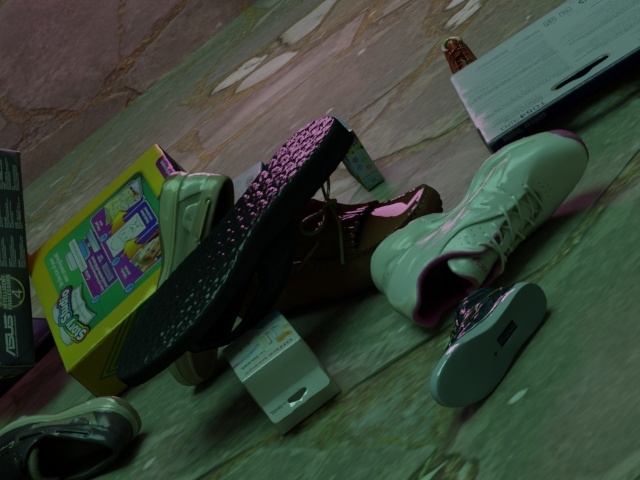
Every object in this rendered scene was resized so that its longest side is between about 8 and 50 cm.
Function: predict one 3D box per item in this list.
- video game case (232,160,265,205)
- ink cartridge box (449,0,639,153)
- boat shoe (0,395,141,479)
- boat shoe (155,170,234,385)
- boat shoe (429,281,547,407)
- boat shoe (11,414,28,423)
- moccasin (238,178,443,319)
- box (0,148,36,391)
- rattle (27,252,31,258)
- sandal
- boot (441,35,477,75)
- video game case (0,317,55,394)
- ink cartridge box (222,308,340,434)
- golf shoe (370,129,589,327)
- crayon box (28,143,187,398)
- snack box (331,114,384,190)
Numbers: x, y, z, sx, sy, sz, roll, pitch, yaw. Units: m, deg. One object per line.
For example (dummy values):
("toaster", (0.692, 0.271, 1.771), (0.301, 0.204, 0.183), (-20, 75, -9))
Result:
("video game case", (-0.186, -0.006, 2.154), (0.244, 0.061, 0.269), (-32, 21, 12))
("ink cartridge box", (0.362, -0.255, 1.809), (0.324, 0.071, 0.330), (-32, 23, 10))
("boat shoe", (-0.383, 0.303, 1.737), (0.285, 0.103, 0.092), (-21, 19, 21))
("boat shoe", (-0.161, 0.056, 1.712), (0.098, 0.302, 0.109), (3, 7, 24))
("boat shoe", (0.163, 0.113, 1.327), (0.183, 0.065, 0.083), (-41, 17, -30))
("boat shoe", (-0.514, 0.356, 1.859), (0.226, 0.076, 0.083), (-36, -6, 0))
("moccasin", (0.001, -0.002, 1.713), (0.380, 0.147, 0.139), (-18, 27, 42))
("box", (-0.611, 0.075, 2.193), (0.318, 0.097, 0.395), (-29, 63, 49))
("rattle", (-0.456, 0.055, 2.259), (0.142, 0.200, 0.130), (-32, 20, 11))
("sandal", (-0.088, 0.028, 1.601), (0.446, 0.107, 0.167), (-51, 22, -17))
("boot", (0.238, -0.292, 2.070), (0.059, 0.085, 0.158), (-32, 22, 8))
("video game case", (-0.607, 0.222, 2.394), (0.196, 0.026, 0.274), (-46, 23, -26))
("ink cartridge box", (-0.047, 0.161, 1.514), (0.092, 0.090, 0.143), (-38, 19, -5))
("golf shoe", (0.205, -0.007, 1.480), (0.306, 0.115, 0.140), (-40, 30, 10))
("crayon box", (-0.304, 0.043, 2.012), (0.313, 0.106, 0.363), (-43, 35, 2))
("snack box", (0.049, -0.145, 2.023), (0.037, 0.100, 0.141), (-35, 19, 0))
